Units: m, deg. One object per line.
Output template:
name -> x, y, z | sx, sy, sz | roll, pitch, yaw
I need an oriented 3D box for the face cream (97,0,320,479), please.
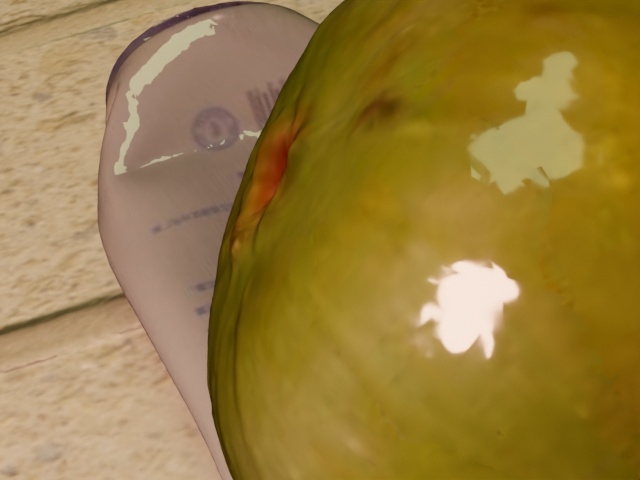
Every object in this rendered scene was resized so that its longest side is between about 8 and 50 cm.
face cream -> 0.000, 0.000, 0.961 | 0.235, 0.137, 0.420 | -19, 42, -15

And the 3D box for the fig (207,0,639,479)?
fig -> 0.112, 0.037, 0.710 | 0.316, 0.316, 0.316 | -9, 34, 6
